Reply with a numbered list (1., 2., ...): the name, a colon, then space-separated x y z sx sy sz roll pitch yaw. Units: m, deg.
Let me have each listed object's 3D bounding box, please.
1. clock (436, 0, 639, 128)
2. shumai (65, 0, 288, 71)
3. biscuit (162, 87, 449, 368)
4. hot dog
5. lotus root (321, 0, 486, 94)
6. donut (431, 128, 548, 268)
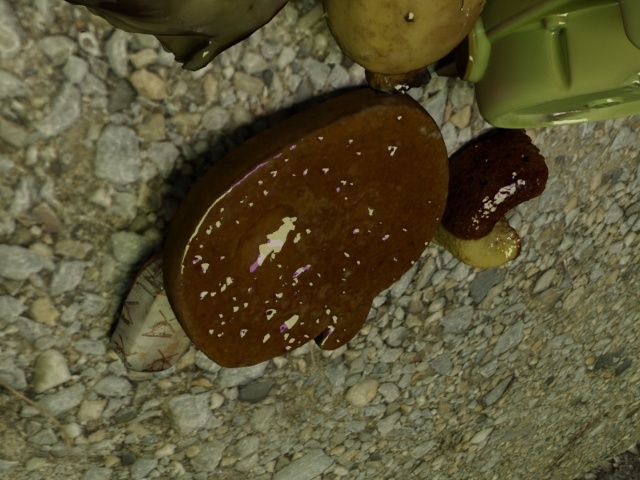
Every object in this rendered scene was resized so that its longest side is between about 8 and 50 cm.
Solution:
1. clock: 0.274 -0.182 0.613 0.285 0.348 0.118 -7 91 -27
2. shumai: -0.082 -0.214 0.397 0.345 0.217 0.283 -20 141 0
3. biscuit: -0.001 -0.001 0.748 0.367 0.063 0.314 -31 134 -20
4. hot dog: -0.183 0.086 0.763 0.108 0.059 0.191 9 130 -30
5. lotus root: 0.078 -0.246 0.525 0.160 0.146 0.284 -32 145 -33
6. donut: 0.221 -0.036 0.881 0.141 0.085 0.217 -20 140 -15
